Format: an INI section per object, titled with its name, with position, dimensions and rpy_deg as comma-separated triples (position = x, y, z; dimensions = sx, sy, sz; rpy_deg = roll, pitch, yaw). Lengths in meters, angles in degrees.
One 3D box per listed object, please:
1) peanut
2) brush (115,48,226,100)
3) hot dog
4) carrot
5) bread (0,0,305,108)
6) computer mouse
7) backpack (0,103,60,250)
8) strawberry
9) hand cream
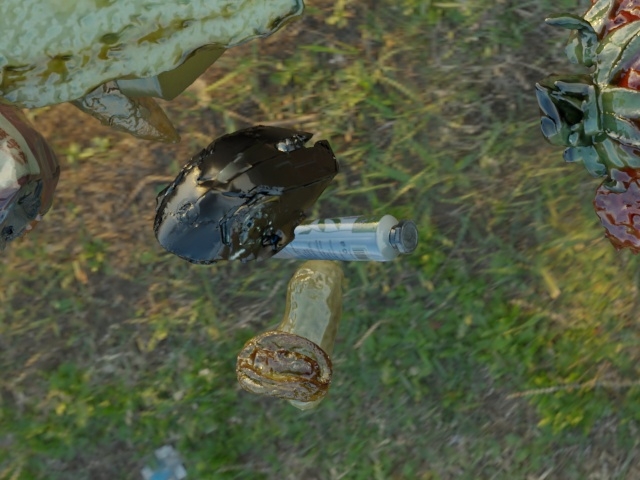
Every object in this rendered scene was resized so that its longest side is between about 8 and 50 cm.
[peanut]
position = -0.016, 0.130, 1.808
dimensions = 0.099, 0.099, 0.214
rpy_deg = 19, 97, 21
[brush]
position = -0.117, -0.210, 1.091
dimensions = 0.059, 0.197, 0.123
rpy_deg = 4, 126, 26
[hot dog]
position = -0.031, 0.108, 1.109
dimensions = 0.083, 0.035, 0.058
rpy_deg = 10, 60, 6
[carrot]
position = -0.295, -0.207, 1.771
dimensions = 0.263, 0.102, 0.102
rpy_deg = 36, 116, -23
[bread]
position = -0.122, -0.164, 0.806
dimensions = 0.088, 0.232, 0.128
rpy_deg = 44, 150, 47
[computer mouse]
position = -0.076, -0.058, 1.367
dimensions = 0.146, 0.242, 0.077
rpy_deg = 37, 141, 18
[backpack]
position = -0.477, -0.107, 1.740
dimensions = 0.283, 0.317, 0.197
rpy_deg = 43, 99, 0
[strawberry]
position = 0.259, -0.082, 0.933
dimensions = 0.106, 0.286, 0.188
rpy_deg = -1, 80, 36
[hand cream]
position = 0.000, 0.000, 1.675
dimensions = 0.271, 0.091, 0.058
rpy_deg = -3, 69, 38
